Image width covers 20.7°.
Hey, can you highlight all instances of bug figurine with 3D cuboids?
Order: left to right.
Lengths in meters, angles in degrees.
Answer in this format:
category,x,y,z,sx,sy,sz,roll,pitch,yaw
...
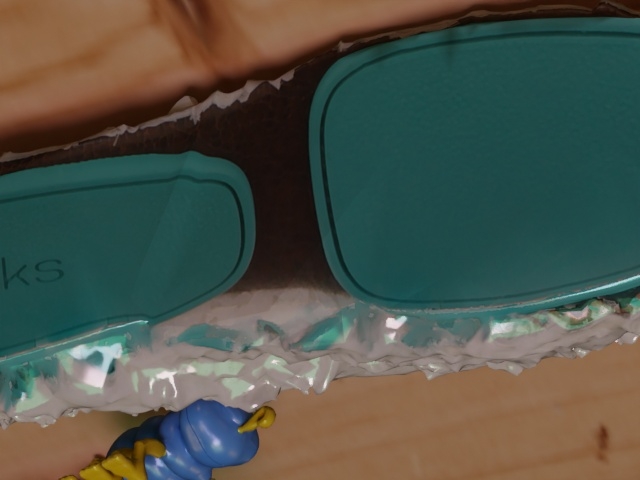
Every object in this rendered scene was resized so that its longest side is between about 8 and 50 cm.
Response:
category,x,y,z,sx,sy,sz,roll,pitch,yaw
bug figurine,-0.045,0.166,0.888,0.216,0.072,0.279,-23,131,31

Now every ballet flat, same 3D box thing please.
category,x,y,z,sx,sy,sz,roll,pitch,yaw
ballet flat,0.000,0.000,0.719,0.409,0.147,0.147,-8,131,16
